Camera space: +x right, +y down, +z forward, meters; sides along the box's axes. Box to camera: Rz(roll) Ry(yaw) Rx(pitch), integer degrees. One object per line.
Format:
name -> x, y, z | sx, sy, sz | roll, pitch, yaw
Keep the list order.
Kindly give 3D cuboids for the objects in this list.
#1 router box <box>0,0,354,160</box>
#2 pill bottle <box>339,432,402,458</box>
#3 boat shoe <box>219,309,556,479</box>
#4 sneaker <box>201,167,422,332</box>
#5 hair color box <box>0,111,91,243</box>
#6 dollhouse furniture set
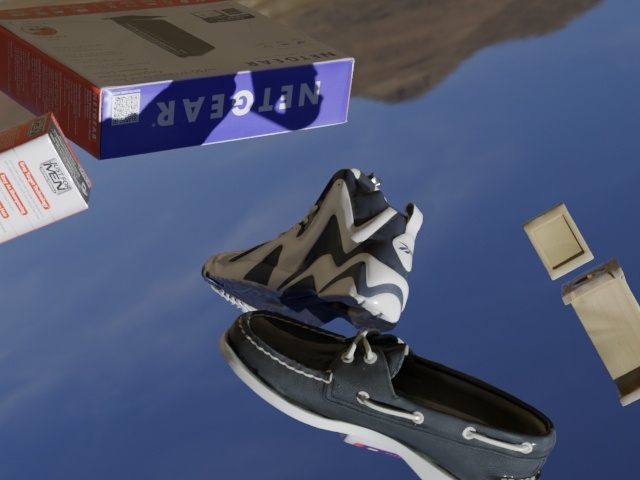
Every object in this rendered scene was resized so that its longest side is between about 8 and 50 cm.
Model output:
router box -> -0.182, -0.203, 1.580 | 0.335, 0.082, 0.301 | -13, -150, -36
pill bottle -> 0.128, 0.204, 1.549 | 0.193, 0.108, 0.108 | 17, -169, -6
boat shoe -> 0.059, 0.126, 1.180 | 0.114, 0.302, 0.091 | -64, 179, -61
sneaker -> 0.000, 0.000, 1.314 | 0.235, 0.094, 0.153 | -1, -125, 45
hair color box -> -0.256, -0.037, 1.047 | 0.141, 0.072, 0.043 | -20, -151, 7
dollhouse furniture set -> 0.296, 0.024, 1.213 | 0.161, 0.182, 0.101 | -29, 180, 11
